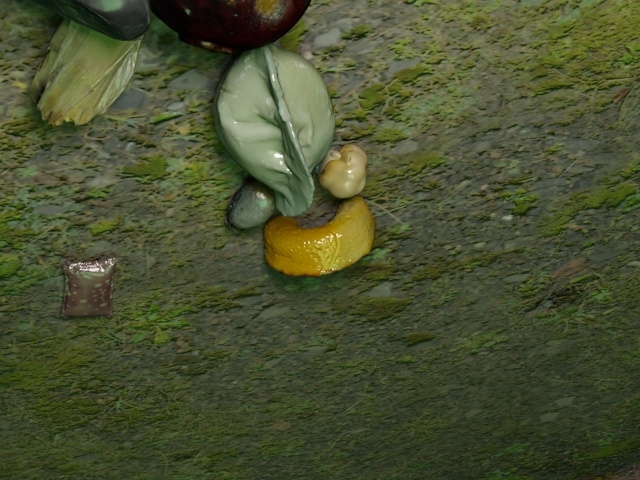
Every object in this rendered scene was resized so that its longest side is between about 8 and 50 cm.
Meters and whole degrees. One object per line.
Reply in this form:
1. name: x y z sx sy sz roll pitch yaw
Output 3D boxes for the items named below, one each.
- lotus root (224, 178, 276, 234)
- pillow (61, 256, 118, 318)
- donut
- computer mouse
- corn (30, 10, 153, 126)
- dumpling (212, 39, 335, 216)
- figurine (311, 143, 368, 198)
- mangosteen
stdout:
1. lotus root: -0.146 -0.068 1.686 0.088 0.088 0.165 25 130 -30
2. pillow: -0.502 0.109 1.775 0.118 0.043 0.185 0 130 -17
3. donut: 0.006 0.001 1.731 0.259 0.152 0.101 -15 125 -4
4. computer mouse: -0.399 -0.413 1.185 0.374 0.203 0.114 27 84 6
5. corn: -0.381 -0.326 1.372 0.305 0.122 0.123 -53 164 27
6. dumpling: -0.068 -0.226 1.475 0.320 0.270 0.212 48 64 -26
7. figurine: 0.000 -0.150 1.648 0.196 0.108 0.114 15 117 -3
8. mangosteen: -0.143 -0.438 1.236 0.311 0.311 0.311 -7 131 -8
